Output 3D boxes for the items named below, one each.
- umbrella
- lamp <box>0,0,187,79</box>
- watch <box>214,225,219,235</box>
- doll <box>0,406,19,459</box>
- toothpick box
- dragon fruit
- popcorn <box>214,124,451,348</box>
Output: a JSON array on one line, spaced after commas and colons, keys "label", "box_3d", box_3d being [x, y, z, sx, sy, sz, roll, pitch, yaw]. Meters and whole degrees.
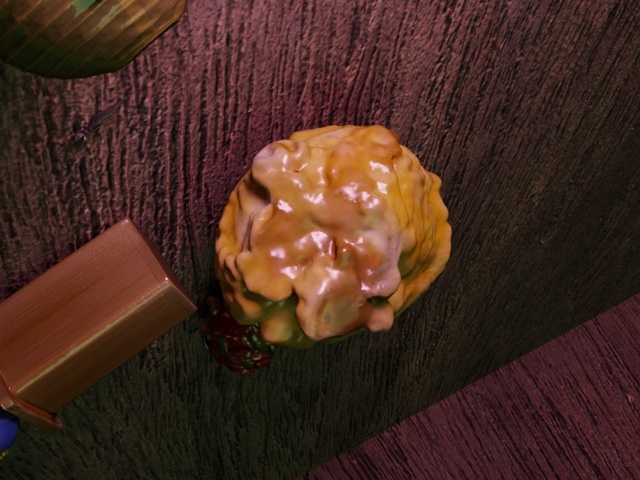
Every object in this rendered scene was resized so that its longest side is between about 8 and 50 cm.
[{"label": "umbrella", "box_3d": [-0.305, -0.152, 1.276, 0.122, 0.013, 0.022, -34, 133, 4]}, {"label": "lamp", "box_3d": [-0.253, -0.289, 0.886, 0.250, 0.284, 0.250, -40, -163, 15]}, {"label": "watch", "box_3d": [-0.097, 0.031, 1.759, 0.268, 0.102, 0.165, -1, 142, -36]}, {"label": "doll", "box_3d": [-0.574, 0.299, 1.489, 0.242, 0.160, 0.311, -25, -178, 2]}, {"label": "toothpick box", "box_3d": [-0.371, 0.125, 1.499, 0.308, 0.187, 0.190, -35, 154, -5]}, {"label": "dragon fruit", "box_3d": [-0.151, 0.159, 1.840, 0.160, 0.166, 0.172, -14, 136, -23]}, {"label": "popcorn", "box_3d": [0.009, -0.009, 1.539, 0.354, 0.344, 0.390, -12, -169, 33]}]
